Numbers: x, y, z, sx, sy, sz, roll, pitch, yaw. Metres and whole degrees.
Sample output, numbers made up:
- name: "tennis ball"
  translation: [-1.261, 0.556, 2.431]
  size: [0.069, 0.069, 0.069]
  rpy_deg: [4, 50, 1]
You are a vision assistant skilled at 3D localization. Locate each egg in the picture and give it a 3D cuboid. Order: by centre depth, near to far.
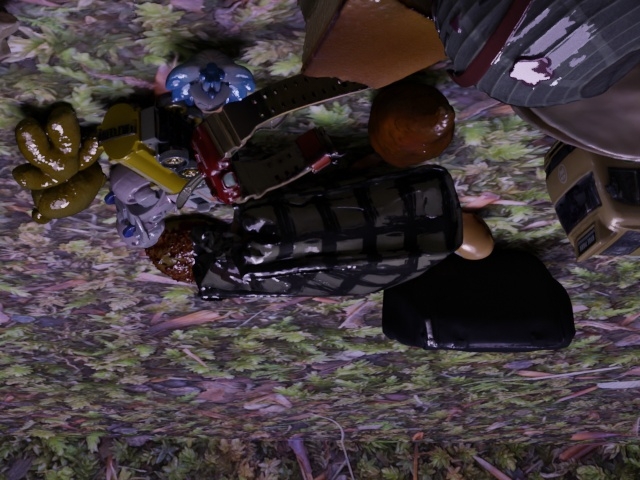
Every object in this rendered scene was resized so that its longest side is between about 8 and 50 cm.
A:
- name: "egg"
  translation: [0.240, -0.005, 2.402]
  size: [0.083, 0.071, 0.071]
  rpy_deg: [47, 145, -6]

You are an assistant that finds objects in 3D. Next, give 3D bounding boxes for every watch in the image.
- name: "watch"
  translation: [-0.031, -0.139, 1.864]
  size: [0.268, 0.102, 0.165]
  rpy_deg: [-21, 153, -17]

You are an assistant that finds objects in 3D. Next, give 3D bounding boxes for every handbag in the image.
- name: "handbag"
  translation: [0.000, 0.000, 2.171]
  size: [0.327, 0.163, 0.325]
  rpy_deg: [-5, 171, -17]
- name: "handbag"
  translation: [0.272, 0.103, 2.568]
  size: [0.301, 0.178, 0.275]
  rpy_deg: [1, 174, -9]

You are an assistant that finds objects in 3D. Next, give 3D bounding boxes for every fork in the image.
- name: "fork"
  translation: [-0.109, -0.118, 1.922]
  size: [0.219, 0.028, 0.034]
  rpy_deg: [-45, 155, 3]

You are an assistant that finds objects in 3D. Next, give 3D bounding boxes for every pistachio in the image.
- name: "pistachio"
  translation: [0.362, -0.180, 1.784]
  size: [0.288, 0.197, 0.166]
  rpy_deg: [3, 158, 13]

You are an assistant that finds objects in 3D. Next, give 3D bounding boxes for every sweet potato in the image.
- name: "sweet potato"
  translation: [0.117, -0.153, 1.937]
  size: [0.112, 0.112, 0.359]
  rpy_deg: [-1, 179, -9]

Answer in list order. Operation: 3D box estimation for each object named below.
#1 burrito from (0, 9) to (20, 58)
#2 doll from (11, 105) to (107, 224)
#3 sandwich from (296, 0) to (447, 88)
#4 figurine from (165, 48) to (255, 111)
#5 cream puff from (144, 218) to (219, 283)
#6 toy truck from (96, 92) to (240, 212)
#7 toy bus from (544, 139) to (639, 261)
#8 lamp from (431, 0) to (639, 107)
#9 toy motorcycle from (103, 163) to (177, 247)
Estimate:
- name: "burrito"
  translation: [-0.452, -0.234, 1.672]
  size: [0.225, 0.060, 0.087]
  rpy_deg: [1, 154, -11]
- name: "doll"
  translation: [-0.357, -0.114, 2.016]
  size: [0.137, 0.097, 0.209]
  rpy_deg: [-31, 149, -19]
- name: "sandwich"
  translation: [0.042, -0.257, 1.635]
  size: [0.186, 0.108, 0.220]
  rpy_deg: [-19, 157, 33]
- name: "figurine"
  translation: [-0.136, -0.189, 1.829]
  size: [0.114, 0.079, 0.114]
  rpy_deg: [-9, 158, -4]
- name: "cream puff"
  translation: [-0.210, 0.021, 2.382]
  size: [0.149, 0.084, 0.149]
  rpy_deg: [-4, 158, -2]
- name: "toy truck"
  translation: [-0.196, -0.116, 1.995]
  size: [0.114, 0.098, 0.227]
  rpy_deg: [-14, 156, 23]
- name: "toy bus"
  translation: [0.509, -0.075, 2.091]
  size: [0.365, 0.202, 0.177]
  rpy_deg: [1, 160, -13]
- name: "lamp"
  translation: [0.233, -0.256, 1.520]
  size: [0.233, 0.233, 0.265]
  rpy_deg: [5, 146, -23]
- name: "toy motorcycle"
  translation: [-0.252, -0.061, 2.158]
  size: [0.112, 0.113, 0.254]
  rpy_deg: [-2, 161, -6]
